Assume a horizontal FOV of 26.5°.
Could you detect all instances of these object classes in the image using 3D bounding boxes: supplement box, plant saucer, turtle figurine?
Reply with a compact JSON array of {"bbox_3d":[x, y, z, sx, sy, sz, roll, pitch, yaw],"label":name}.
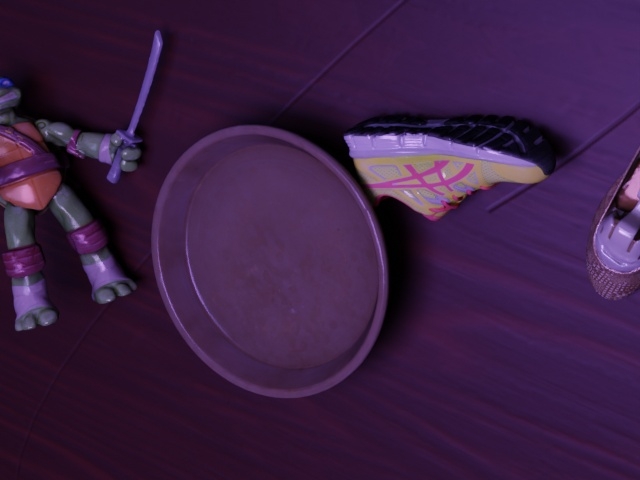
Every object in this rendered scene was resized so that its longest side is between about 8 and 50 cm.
[{"bbox_3d":[0.000,0.000,1.360,0.098,0.036,0.062,-29,87,33],"label":"supplement box"},{"bbox_3d":[-0.048,0.020,1.348,0.278,0.041,0.277,8,107,30],"label":"plant saucer"},{"bbox_3d":[-0.285,-0.050,1.421,0.275,0.198,0.266,-11,101,36],"label":"turtle figurine"}]

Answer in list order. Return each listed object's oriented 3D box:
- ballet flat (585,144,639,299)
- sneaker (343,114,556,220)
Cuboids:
[{"bbox_3d":[0.277,-0.033,1.172,0.073,0.067,0.206,29,116,20],"label":"ballet flat"},{"bbox_3d":[0.122,-0.063,1.256,0.209,0.081,0.094,7,114,35],"label":"sneaker"}]
